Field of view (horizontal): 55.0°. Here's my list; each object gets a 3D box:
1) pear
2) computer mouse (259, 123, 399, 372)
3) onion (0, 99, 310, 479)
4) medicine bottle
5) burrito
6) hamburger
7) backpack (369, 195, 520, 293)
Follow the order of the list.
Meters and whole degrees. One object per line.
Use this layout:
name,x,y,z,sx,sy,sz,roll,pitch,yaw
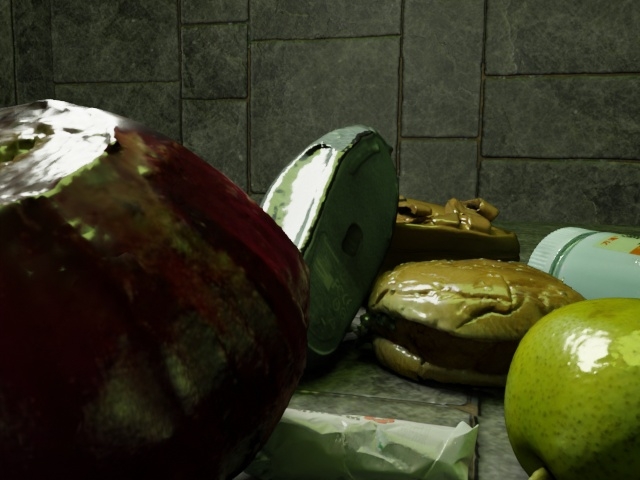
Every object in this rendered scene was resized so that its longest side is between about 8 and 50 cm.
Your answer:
pear,0.207,0.137,0.448,0.216,0.166,0.180,-32,26,-10
computer mouse,-0.003,-0.001,0.809,0.114,0.203,0.373,-3,42,35
onion,-0.184,0.074,0.389,0.337,0.281,0.260,12,39,7
medicine bottle,0.436,0.076,0.812,0.158,0.158,0.318,-2,9,-20
burrito,0.023,0.167,0.490,0.203,0.064,0.064,3,8,3
hamburger,0.198,0.097,0.747,0.309,0.132,0.211,3,5,-1
backpack,0.159,0.014,1.080,0.354,0.201,0.378,1,6,-5
